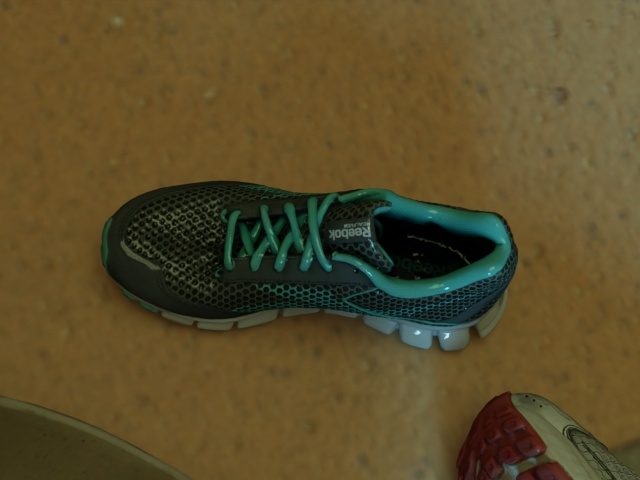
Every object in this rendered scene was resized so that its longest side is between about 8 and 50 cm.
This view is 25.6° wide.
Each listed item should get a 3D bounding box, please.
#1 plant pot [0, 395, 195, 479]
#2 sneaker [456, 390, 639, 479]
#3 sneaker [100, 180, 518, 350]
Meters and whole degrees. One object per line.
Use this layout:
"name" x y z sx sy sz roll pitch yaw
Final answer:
"plant pot" -0.090 0.208 0.381 0.284 0.284 0.191 43 104 4
"sneaker" 0.141 0.145 0.532 0.225 0.088 0.092 47 50 6
"sneaker" 0.000 0.000 0.544 0.166 0.076 0.065 4 71 -10
